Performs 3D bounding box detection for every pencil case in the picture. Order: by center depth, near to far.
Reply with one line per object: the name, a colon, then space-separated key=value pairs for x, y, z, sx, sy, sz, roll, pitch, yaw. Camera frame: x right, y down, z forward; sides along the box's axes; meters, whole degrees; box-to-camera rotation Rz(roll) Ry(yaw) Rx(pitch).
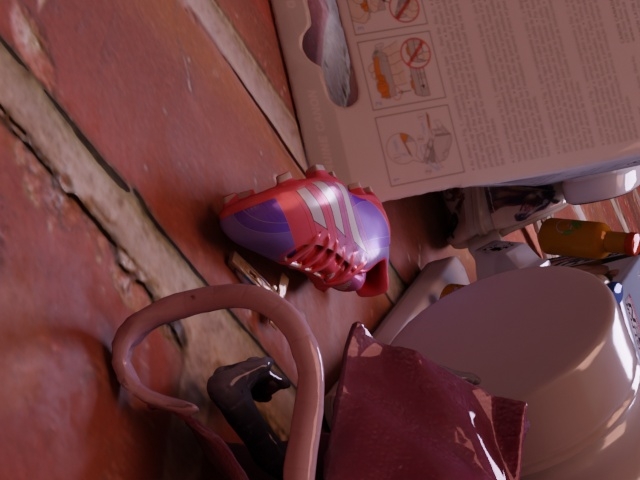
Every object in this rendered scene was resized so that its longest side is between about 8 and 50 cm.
pencil case: x=0.157 y=-0.192 z=1.361 sx=0.183 sy=0.160 sz=0.410 roll=-25 pitch=99 yaw=-46

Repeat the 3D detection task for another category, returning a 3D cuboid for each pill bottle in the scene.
pill bottle: x=0.206 y=0.232 z=0.994 sx=0.392 sy=0.224 sz=0.224 roll=64 pitch=25 yaw=-22

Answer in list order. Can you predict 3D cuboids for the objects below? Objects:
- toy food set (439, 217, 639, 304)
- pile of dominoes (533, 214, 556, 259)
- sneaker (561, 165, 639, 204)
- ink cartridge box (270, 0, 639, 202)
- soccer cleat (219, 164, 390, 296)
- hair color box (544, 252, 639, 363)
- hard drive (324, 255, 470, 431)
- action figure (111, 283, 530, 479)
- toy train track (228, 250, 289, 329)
toy food set: x=0.223 y=0.055 z=1.219 sx=0.232 sy=0.104 sz=0.111 roll=-23 pitch=112 yaw=-48
pile of dominoes: x=0.298 y=-0.080 z=1.801 sx=0.196 sy=0.040 sz=0.251 roll=-82 pitch=156 yaw=-45
sneaker: x=0.335 y=-0.131 z=1.365 sx=0.290 sy=0.105 sz=0.123 roll=-28 pitch=103 yaw=-59
ink cartridge box: x=0.140 y=-0.198 z=1.185 sx=0.091 sy=0.384 sz=0.308 roll=144 pitch=-67 yaw=-74
soccer cleat: x=0.000 y=0.000 z=0.972 sx=0.248 sy=0.083 sz=0.095 roll=3 pitch=69 yaw=-70
hair color box: x=0.306 y=0.092 z=1.481 sx=0.374 sy=0.185 sz=0.114 roll=-26 pitch=100 yaw=-67
hard drive: x=0.110 y=0.177 z=1.154 sx=0.233 sy=0.047 sz=0.353 roll=70 pitch=24 yaw=-10
action figure: x=0.036 y=0.222 z=0.697 sx=0.276 sy=0.248 sz=0.370 roll=48 pitch=31 yaw=-45
toy train track: x=-0.046 y=0.037 z=0.930 sx=0.083 sy=0.014 sz=0.048 roll=47 pitch=41 yaw=-37
